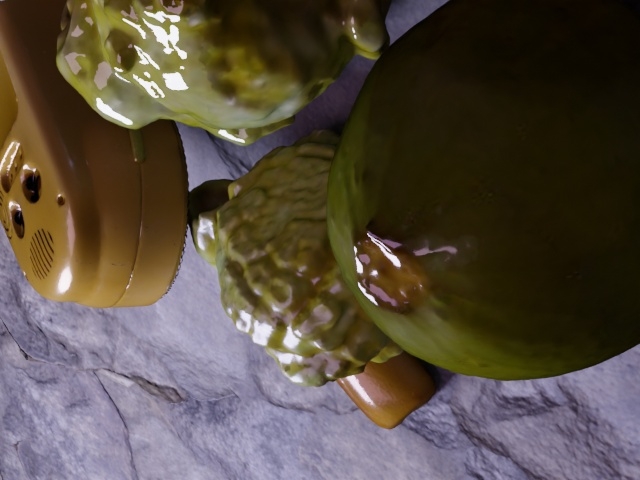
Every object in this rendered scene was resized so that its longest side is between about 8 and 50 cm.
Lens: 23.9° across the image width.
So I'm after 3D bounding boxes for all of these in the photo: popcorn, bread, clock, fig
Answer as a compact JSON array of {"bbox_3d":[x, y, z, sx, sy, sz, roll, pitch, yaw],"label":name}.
[{"bbox_3d":[-0.088,-0.245,1.352,0.312,0.312,0.312,25,134,29],"label":"popcorn"},{"bbox_3d":[0.023,0.102,1.662,0.239,0.074,0.092,49,146,3],"label":"bread"},{"bbox_3d":[-0.253,-0.077,1.619,0.244,0.200,0.317,-56,46,53],"label":"clock"},{"bbox_3d":[0.000,0.000,1.511,0.174,0.225,0.286,46,-173,-44],"label":"popcorn"},{"bbox_3d":[0.154,-0.034,1.223,0.343,0.343,0.343,25,134,29],"label":"fig"}]
